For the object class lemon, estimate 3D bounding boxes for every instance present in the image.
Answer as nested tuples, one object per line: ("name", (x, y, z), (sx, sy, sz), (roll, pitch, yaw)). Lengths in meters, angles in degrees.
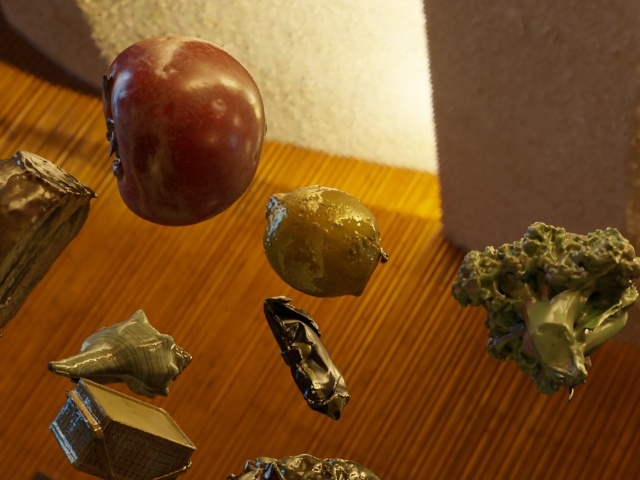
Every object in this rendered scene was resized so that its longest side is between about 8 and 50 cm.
("lemon", (0.000, 0.000, 1.932), (0.206, 0.173, 0.173), (36, -20, 8))

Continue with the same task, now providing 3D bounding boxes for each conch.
("conch", (-0.276, 0.158, 1.730), (0.234, 0.114, 0.137), (10, -25, -27))

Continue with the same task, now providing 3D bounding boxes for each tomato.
("tomato", (-0.189, -0.158, 1.759), (0.227, 0.270, 0.270), (-8, -17, -12))

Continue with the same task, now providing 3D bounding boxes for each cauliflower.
("cauliflower", (0.315, 0.098, 1.662), (0.256, 0.315, 0.239), (-28, -73, 21))

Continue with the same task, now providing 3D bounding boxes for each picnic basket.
("picnic basket", (-0.252, 0.253, 1.596), (0.164, 0.079, 0.115), (30, 5, -37))

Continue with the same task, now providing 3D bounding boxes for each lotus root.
("lotus root", (-0.403, 0.003, 1.480), (0.149, 0.260, 0.267), (36, 18, -1))

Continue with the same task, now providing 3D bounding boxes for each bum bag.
("bum bag", (-0.018, 0.192, 2.049), (0.060, 0.232, 0.107), (-40, -25, 31))

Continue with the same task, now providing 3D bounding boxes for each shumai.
("shumai", (-0.035, 0.416, 1.899), (0.218, 0.255, 0.189), (35, -46, -22))
